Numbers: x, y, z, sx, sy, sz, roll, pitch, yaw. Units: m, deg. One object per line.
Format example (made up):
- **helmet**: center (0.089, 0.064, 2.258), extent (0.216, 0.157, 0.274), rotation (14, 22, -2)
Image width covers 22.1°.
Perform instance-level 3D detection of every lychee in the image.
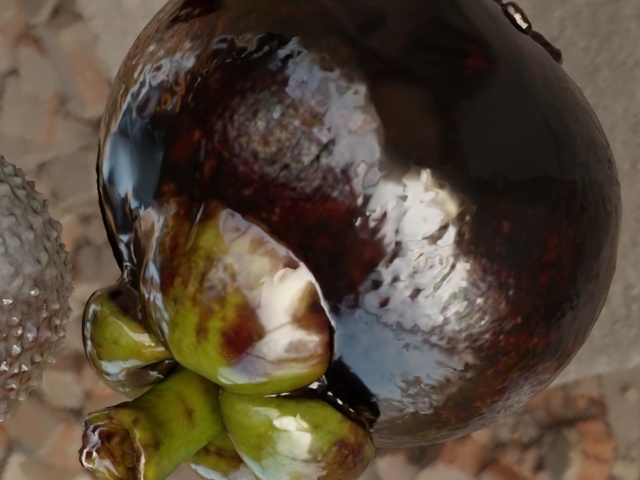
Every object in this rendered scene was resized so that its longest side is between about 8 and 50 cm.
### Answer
- **lychee**: center (-0.338, 0.035, 1.385), extent (0.300, 0.300, 0.300), rotation (30, 137, 33)

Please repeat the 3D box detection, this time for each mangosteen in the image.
- **mangosteen**: center (0.014, -0.002, 0.896), extent (0.297, 0.297, 0.313), rotation (25, 106, 37)
